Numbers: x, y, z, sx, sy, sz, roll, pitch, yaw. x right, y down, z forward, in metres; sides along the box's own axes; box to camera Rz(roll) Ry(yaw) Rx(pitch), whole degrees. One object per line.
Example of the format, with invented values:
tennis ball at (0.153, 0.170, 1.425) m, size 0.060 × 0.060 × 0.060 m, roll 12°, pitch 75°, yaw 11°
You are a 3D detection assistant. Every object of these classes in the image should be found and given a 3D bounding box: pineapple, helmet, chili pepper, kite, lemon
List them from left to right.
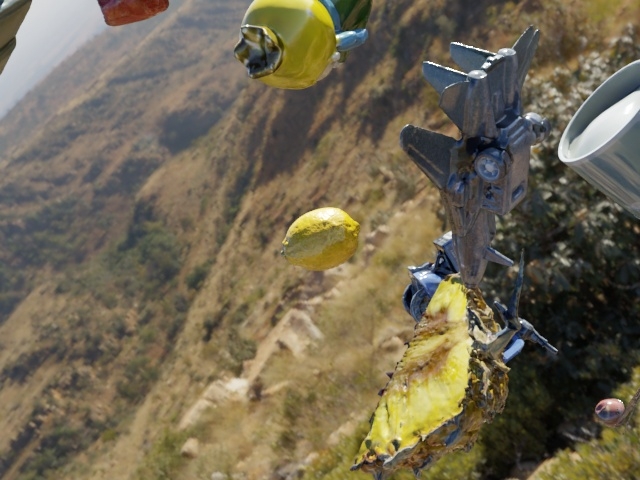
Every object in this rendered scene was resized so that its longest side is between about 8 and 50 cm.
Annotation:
chili pepper at (-0.336, -0.430, 1.389) m, size 0.123 × 0.073 × 0.070 m, roll -18°, pitch 0°, yaw -4°
lemon at (0.000, 0.000, 1.426) m, size 0.155 × 0.114 × 0.114 m, roll -20°, pitch 30°, yaw 6°
pineapple at (0.198, 0.194, 1.033) m, size 0.158 × 0.161 × 0.335 m, roll -12°, pitch 44°, yaw 56°
helmet at (0.648, 0.392, 1.760) m, size 0.084 × 0.049 × 0.065 m, roll 124°, pitch 148°, yaw -64°
kite at (0.546, 0.295, 1.357) m, size 0.137 × 0.153 × 0.005 m, roll -25°, pitch 43°, yaw -37°

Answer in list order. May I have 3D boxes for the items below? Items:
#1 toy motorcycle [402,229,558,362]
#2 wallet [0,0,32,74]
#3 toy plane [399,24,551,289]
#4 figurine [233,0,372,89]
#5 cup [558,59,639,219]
toy motorcycle at (0.310, 0.161, 1.553) m, size 0.212 × 0.359 × 0.125 m, roll -32°, pitch 10°, yaw -2°
wallet at (-0.573, -0.247, 1.178) m, size 0.360 × 0.083 × 0.252 m, roll -31°, pitch 15°, yaw 49°
toy plane at (0.153, -0.048, 0.715) m, size 0.088 × 0.267 × 0.212 m, roll 21°, pitch 46°, yaw 38°
figurine at (-0.034, -0.234, 0.934) m, size 0.185 × 0.127 × 0.234 m, roll -40°, pitch 16°, yaw 49°
cup at (0.690, -0.179, 1.538) m, size 0.259 × 0.274 × 0.356 m, roll -55°, pitch 12°, yaw 0°
